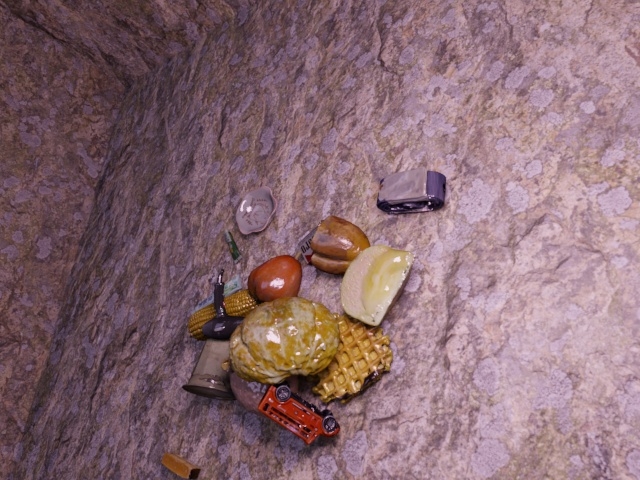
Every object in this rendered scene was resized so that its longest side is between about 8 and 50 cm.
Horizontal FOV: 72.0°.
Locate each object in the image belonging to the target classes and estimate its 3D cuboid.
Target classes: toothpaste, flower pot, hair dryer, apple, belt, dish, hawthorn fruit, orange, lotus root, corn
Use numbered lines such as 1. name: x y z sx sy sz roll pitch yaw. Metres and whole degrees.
1. toothpaste: -0.457 0.253 1.941 0.296 0.048 0.075 -35 49 17
2. flower pot: -0.405 0.490 1.693 0.212 0.212 0.203 -16 53 33
3. hair dryer: -0.346 0.232 1.660 0.235 0.091 0.272 -11 88 12
4. apple: 0.177 0.132 1.416 0.193 0.120 0.265 29 92 29
5. belt: 0.295 -0.149 1.450 0.230 0.139 0.126 -3 67 36
6. dish: -0.264 -0.121 1.932 0.229 0.081 0.230 -14 63 30
7. toothpaste: -0.405 0.020 2.012 0.049 0.031 0.204 -43 51 16
8. hawthorn fruit: -0.151 0.138 1.666 0.199 0.199 0.251 24 68 43
9. orange: -0.121 0.298 1.383 0.368 0.210 0.271 -16 38 -5
10. lotus root: 0.078 0.039 1.519 0.180 0.188 0.199 30 88 32
11. corn: -0.385 0.302 1.799 0.387 0.144 0.144 -29 55 22

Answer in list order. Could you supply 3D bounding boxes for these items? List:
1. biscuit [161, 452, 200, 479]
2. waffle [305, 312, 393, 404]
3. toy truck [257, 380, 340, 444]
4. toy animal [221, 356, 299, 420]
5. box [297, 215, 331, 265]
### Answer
1. biscuit: -0.544 0.878 1.717 0.188 0.056 0.052 4 75 39
2. waffle: 0.085 0.385 1.432 0.307 0.060 0.312 18 82 44
3. toy truck: -0.065 0.537 1.361 0.252 0.107 0.114 34 80 0
4. toy animal: -0.196 0.472 1.521 0.226 0.188 0.358 -25 54 -1
5. box: 0.000 0.000 1.691 0.177 0.036 0.115 -42 50 16
